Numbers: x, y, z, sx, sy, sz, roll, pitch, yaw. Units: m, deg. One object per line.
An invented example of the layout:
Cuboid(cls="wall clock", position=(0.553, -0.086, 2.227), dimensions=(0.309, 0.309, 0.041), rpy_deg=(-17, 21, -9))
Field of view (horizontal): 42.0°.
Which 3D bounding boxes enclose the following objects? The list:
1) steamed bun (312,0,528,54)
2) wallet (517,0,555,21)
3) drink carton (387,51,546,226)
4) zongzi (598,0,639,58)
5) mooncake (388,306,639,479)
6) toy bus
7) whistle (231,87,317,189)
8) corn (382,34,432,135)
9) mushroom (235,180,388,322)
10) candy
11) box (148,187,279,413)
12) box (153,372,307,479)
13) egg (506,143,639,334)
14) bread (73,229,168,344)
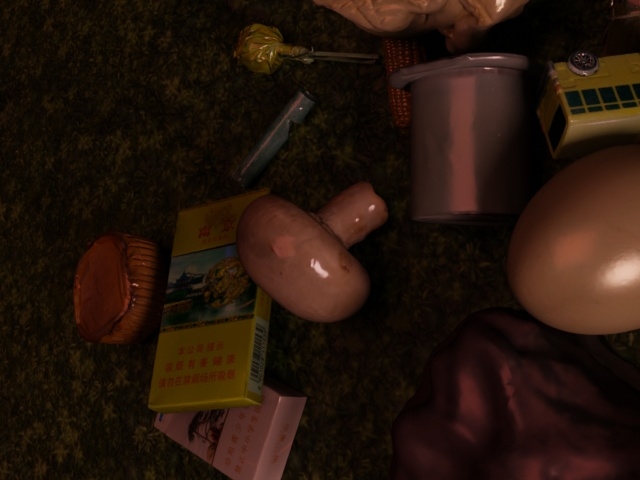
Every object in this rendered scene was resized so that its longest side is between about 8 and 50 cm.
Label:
Cuboid(cls="steamed bun", position=(0.148, -0.375, 1.046), dimensions=(0.276, 0.203, 0.289), rpy_deg=(45, 127, 2))
Cuboid(cls="wallet", position=(0.319, -0.404, 1.049), dimensions=(0.236, 0.055, 0.160), rpy_deg=(-34, 63, 37))
Cuboid(cls="drink carton", position=(0.179, -0.115, 1.019), dimensions=(0.185, 0.191, 0.189), rpy_deg=(3, 88, 37))
Cuboid(cls="zongzi", position=(0.404, -0.235, 0.957), dimensions=(0.154, 0.062, 0.130), rpy_deg=(16, 111, 25))
Cuboid(cls="mooncake", position=(0.244, 0.262, 0.867), dimensions=(0.381, 0.212, 0.350), rpy_deg=(23, 101, 42))
Cuboid(cls="toy bus", position=(0.331, -0.149, 0.903), dimensions=(0.175, 0.088, 0.101), rpy_deg=(-7, 62, -3))
Cuboid(cls="whistle", position=(-0.075, -0.160, 1.320), dimensions=(0.186, 0.039, 0.039), rpy_deg=(-49, 54, 19))
Cuboid(cls="corn", position=(0.123, -0.245, 1.161), dimensions=(0.068, 0.068, 0.207), rpy_deg=(-15, 73, 36))
Cuboid(cls="mushroom", position=(-0.006, 0.010, 1.127), dimensions=(0.209, 0.206, 0.206), rpy_deg=(-37, 59, 19))
Cuboid(cls="candy", position=(-0.022, -0.291, 1.299), dimensions=(0.262, 0.077, 0.073), rpy_deg=(12, 66, 31))
Cuboid(cls="box", position=(-0.157, 0.090, 1.268), dimensions=(0.187, 0.047, 0.335), rpy_deg=(-12, 59, 31))
Cuboid(cls="box", position=(-0.142, 0.260, 1.260), dimensions=(0.233, 0.067, 0.149), rpy_deg=(21, 91, 39))
Cuboid(cls="egg", position=(0.305, 0.001, 0.861), dimensions=(0.242, 0.186, 0.186), rpy_deg=(-30, 53, -16))
Cuboid(cls="bread", position=(-0.339, 0.084, 1.438), dimensions=(0.199, 0.104, 0.199), rpy_deg=(-13, 70, 41))
